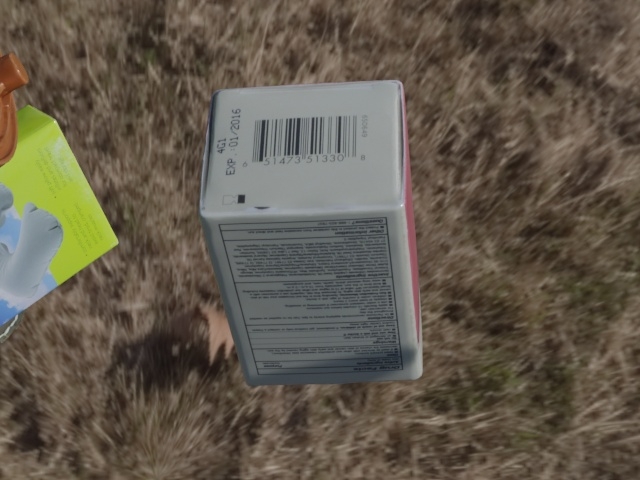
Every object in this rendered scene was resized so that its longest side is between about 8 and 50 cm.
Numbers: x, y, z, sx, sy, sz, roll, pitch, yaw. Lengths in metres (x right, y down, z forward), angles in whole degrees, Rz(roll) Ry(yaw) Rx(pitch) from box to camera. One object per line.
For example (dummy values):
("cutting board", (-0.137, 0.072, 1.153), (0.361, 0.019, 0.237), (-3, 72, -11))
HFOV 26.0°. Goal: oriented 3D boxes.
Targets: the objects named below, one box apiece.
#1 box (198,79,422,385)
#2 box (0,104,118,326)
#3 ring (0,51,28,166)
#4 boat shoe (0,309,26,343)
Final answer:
("box", (0.000, 0.000, 1.079), (0.149, 0.232, 0.126), (-2, 53, 5))
("box", (-0.230, 0.006, 0.894), (0.178, 0.042, 0.109), (-37, 128, -20))
("ring", (-0.242, -0.193, 0.745), (0.032, 0.336, 0.336), (-26, 84, 3))
("boat shoe", (-0.313, 0.092, 0.959), (0.091, 0.305, 0.109), (28, 121, 26))
